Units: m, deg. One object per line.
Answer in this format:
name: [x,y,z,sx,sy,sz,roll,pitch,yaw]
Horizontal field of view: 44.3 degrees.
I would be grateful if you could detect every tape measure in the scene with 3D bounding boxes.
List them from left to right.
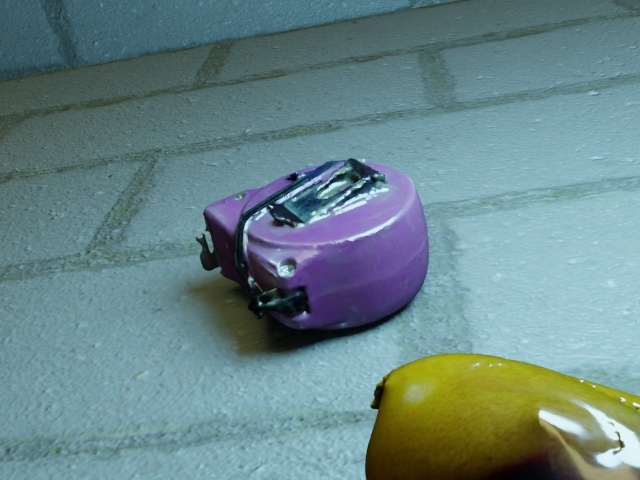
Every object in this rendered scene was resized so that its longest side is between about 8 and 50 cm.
tape measure: [0.000,0.000,0.915,0.245,0.149,0.232,-25,30,-23]

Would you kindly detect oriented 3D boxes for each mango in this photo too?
mango: [0.152,0.162,0.526,0.287,0.201,0.152,1,49,44]
